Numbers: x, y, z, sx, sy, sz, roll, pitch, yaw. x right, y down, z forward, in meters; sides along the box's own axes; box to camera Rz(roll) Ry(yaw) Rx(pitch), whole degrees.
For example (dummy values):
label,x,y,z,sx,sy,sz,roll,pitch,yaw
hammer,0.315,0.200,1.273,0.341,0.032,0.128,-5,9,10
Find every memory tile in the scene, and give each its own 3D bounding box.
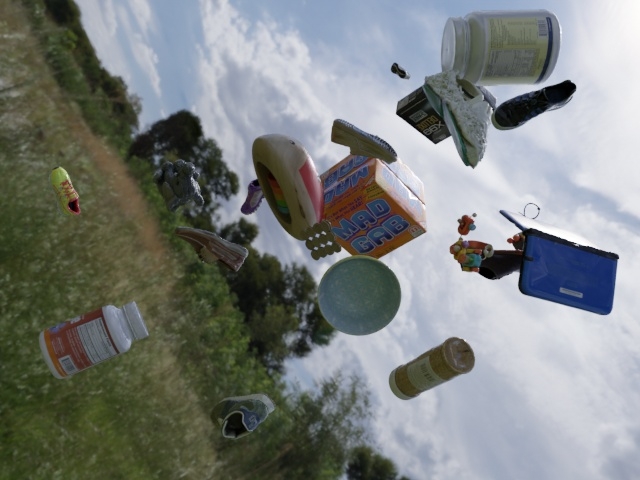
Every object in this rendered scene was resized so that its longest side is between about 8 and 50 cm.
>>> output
label,x,y,z,sx,sy,sz,roll,pitch,yaw
memory tile,0.000,0.000,1.687,0.148,0.012,0.113,-21,-80,51

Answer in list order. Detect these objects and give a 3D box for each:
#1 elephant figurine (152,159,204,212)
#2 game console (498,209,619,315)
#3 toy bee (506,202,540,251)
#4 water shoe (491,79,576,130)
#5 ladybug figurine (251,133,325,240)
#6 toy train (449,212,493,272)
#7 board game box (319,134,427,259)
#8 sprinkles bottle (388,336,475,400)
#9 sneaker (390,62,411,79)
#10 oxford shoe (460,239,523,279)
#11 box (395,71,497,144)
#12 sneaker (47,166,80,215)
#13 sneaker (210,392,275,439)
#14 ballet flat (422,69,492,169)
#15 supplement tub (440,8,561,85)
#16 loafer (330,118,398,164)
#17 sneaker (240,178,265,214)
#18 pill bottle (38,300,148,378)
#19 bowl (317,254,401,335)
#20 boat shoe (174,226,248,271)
label,x,y,z,sx,sy,sz,roll,pitch,yaw
elephant figurine,-0.474,-0.175,1.837,0.186,0.169,0.239,50,-7,-35
game console,0.636,0.055,1.480,0.173,0.293,0.250,159,-56,-72
toy bee,0.706,0.031,1.844,0.298,0.162,0.195,61,-40,33
water shoe,0.500,-0.328,1.277,0.080,0.203,0.072,79,-13,-79
ladybug figurine,-0.100,-0.194,1.943,0.305,0.162,0.449,39,-26,43
toy train,0.371,0.006,1.378,0.166,0.046,0.125,-105,-146,-54
board game box,0.228,-0.175,2.457,0.356,0.356,0.356,40,36,-27
sprinkles bottle,0.359,0.429,1.786,0.121,0.121,0.355,59,-35,14
sneaker,0.319,-0.671,2.155,0.040,0.044,0.109,-55,-132,28
oxford shoe,0.527,0.077,1.586,0.097,0.272,0.098,124,-24,-67
box,0.488,-0.525,2.112,0.242,0.076,0.307,31,-35,-28
sneaker,-0.981,-0.188,2.098,0.094,0.081,0.208,14,-54,27
sneaker,-0.183,0.370,1.114,0.192,0.086,0.064,-27,-81,38
ballet flat,0.395,-0.363,1.492,0.408,0.147,0.147,-102,-178,-45
supplement tub,0.573,-0.620,1.748,0.235,0.325,0.235,179,-90,-89
loafer,0.152,-0.341,1.943,0.269,0.102,0.092,31,-64,3
sneaker,-0.301,-0.220,2.483,0.105,0.236,0.095,27,25,-41
pill bottle,-0.521,0.224,1.258,0.121,0.216,0.121,56,-21,34
bowl,0.131,0.175,1.917,0.156,0.290,0.289,-98,166,-76
boat shoe,-0.443,0.038,2.183,0.324,0.116,0.123,25,-13,-30
